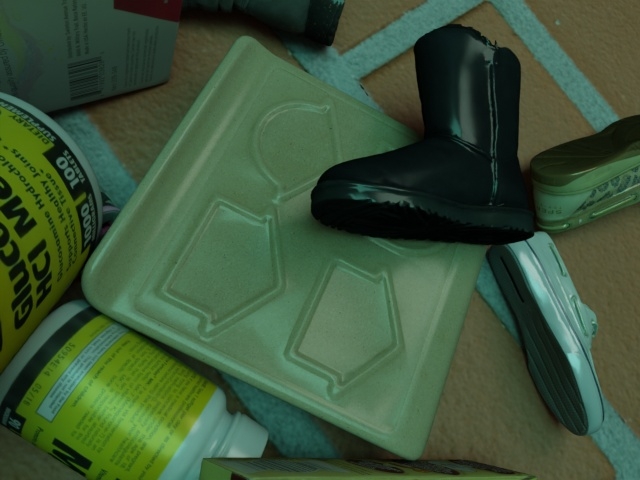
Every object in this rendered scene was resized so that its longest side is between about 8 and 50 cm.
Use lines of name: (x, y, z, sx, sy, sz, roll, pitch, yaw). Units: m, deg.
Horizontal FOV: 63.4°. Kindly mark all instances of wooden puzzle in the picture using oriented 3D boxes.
wooden puzzle: (0.000, 0.000, 0.533, 0.347, 0.080, 0.322, 29, 67, -9)

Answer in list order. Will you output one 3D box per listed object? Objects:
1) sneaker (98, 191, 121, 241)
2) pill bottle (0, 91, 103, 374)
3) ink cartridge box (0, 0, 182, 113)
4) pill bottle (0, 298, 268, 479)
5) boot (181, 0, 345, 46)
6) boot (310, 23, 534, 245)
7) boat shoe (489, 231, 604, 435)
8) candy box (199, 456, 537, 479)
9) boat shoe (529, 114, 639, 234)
sneaker: (-0.255, -0.010, 0.513, 0.119, 0.047, 0.057, -30, 58, -14)
pill bottle: (-0.270, 0.029, 0.298, 0.187, 0.334, 0.188, -1, 116, -3)
ink cartridge box: (-0.280, -0.205, 0.428, 0.306, 0.226, 0.131, -24, 84, -28)
pill bottle: (-0.157, 0.153, 0.448, 0.208, 0.119, 0.119, 33, 72, -2)
boot: (-0.059, -0.406, 0.609, 0.222, 0.118, 0.338, 13, 73, -5)
boot: (0.101, -0.108, 0.503, 0.246, 0.094, 0.207, 5, 75, -25)
boat shoe: (0.268, 0.092, 0.570, 0.075, 0.083, 0.226, -15, 80, -14)
candy box: (0.049, 0.279, 0.419, 0.316, 0.087, 0.183, 16, 73, -32)
boat shoe: (0.384, -0.091, 0.642, 0.285, 0.104, 0.089, -17, 118, -10)
